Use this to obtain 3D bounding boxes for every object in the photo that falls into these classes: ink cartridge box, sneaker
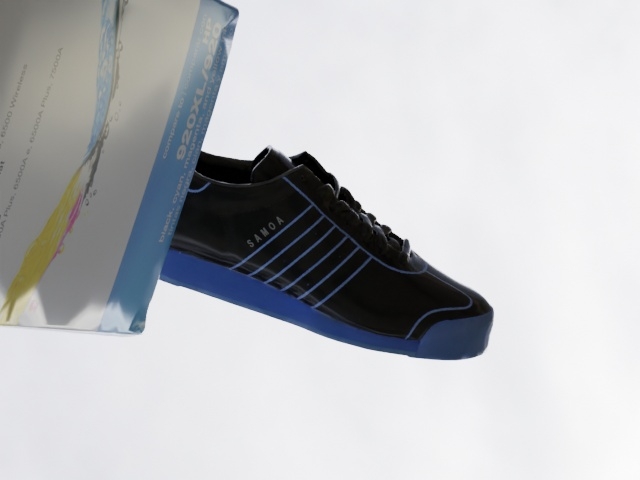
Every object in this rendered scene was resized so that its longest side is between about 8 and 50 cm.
[{"bbox_3d":[-0.171,-0.065,0.780,0.168,0.171,0.232,-72,-19,2],"label":"ink cartridge box"},{"bbox_3d":[0.000,0.000,1.076,0.232,0.090,0.081,17,-164,-6],"label":"sneaker"}]
